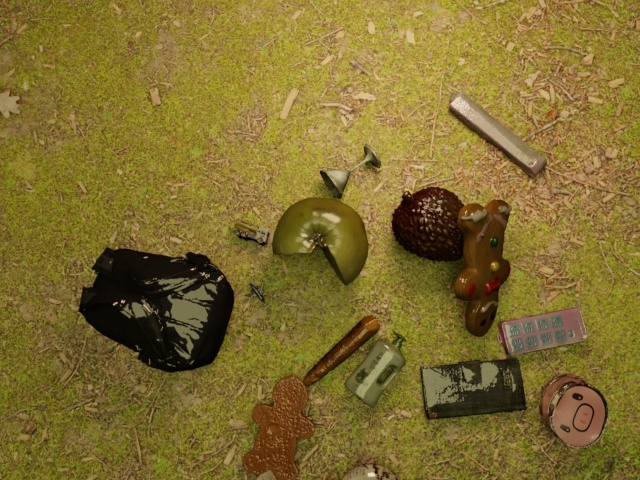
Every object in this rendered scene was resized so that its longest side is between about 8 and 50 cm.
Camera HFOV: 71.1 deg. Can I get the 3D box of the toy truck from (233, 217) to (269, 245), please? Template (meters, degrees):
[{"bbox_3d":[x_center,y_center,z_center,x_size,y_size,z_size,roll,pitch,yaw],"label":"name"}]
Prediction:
[{"bbox_3d":[-0.230,-0.029,1.486,0.123,0.052,0.062,18,78,5],"label":"toy truck"}]

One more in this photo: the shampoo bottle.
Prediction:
[{"bbox_3d":[0.189,0.395,1.406,0.118,0.087,0.234,37,85,7],"label":"shampoo bottle"}]

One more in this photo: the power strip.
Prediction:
[{"bbox_3d":[0.708,0.291,1.429,0.279,0.037,0.109,-11,83,0],"label":"power strip"}]

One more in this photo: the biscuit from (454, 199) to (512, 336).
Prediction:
[{"bbox_3d":[0.509,0.093,1.356,0.283,0.064,0.431,-13,106,-39],"label":"biscuit"}]

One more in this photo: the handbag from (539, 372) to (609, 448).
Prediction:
[{"bbox_3d":[0.769,0.514,1.362,0.179,0.116,0.205,25,86,5],"label":"handbag"}]

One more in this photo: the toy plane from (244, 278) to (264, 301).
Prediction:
[{"bbox_3d":[-0.209,0.169,1.472,0.079,0.031,0.083,-38,83,-3],"label":"toy plane"}]

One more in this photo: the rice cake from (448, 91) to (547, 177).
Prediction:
[{"bbox_3d":[0.583,-0.359,1.496,0.399,0.064,0.070,41,92,6],"label":"rice cake"}]

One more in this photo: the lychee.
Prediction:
[{"bbox_3d":[0.347,-0.047,1.383,0.271,0.236,0.236,40,86,-5],"label":"lychee"}]

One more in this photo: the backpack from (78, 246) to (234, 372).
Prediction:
[{"bbox_3d":[-0.505,0.194,1.374,0.446,0.255,0.363,14,77,6],"label":"backpack"}]

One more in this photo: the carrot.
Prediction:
[{"bbox_3d":[0.059,0.356,1.429,0.314,0.066,0.066,-40,84,-1],"label":"carrot"}]

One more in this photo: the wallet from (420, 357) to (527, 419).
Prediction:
[{"bbox_3d":[0.481,0.466,1.411,0.317,0.044,0.168,-5,82,0],"label":"wallet"}]

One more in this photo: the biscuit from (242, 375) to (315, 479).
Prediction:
[{"bbox_3d":[-0.118,0.584,1.406,0.206,0.049,0.323,11,89,9],"label":"biscuit"}]

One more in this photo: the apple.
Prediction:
[{"bbox_3d":[0.014,-0.016,1.373,0.295,0.258,0.233,23,84,4],"label":"apple"}]

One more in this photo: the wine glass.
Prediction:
[{"bbox_3d":[0.102,-0.231,1.477,0.183,0.122,0.122,-35,84,-9],"label":"wine glass"}]

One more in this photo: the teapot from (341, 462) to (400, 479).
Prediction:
[{"bbox_3d":[0.135,0.779,1.333,0.300,0.166,0.208,14,96,-7],"label":"teapot"}]
